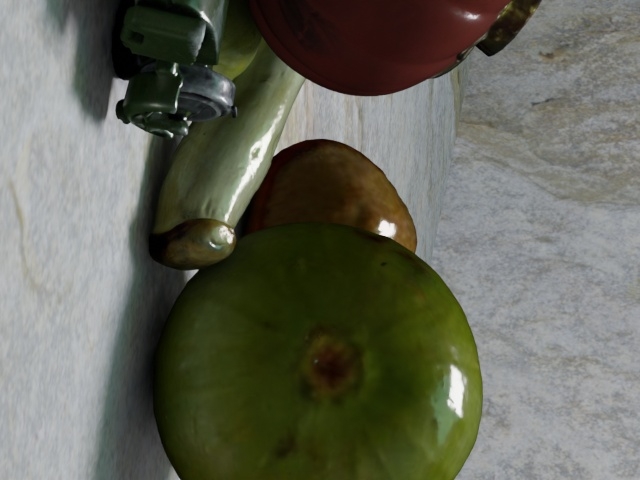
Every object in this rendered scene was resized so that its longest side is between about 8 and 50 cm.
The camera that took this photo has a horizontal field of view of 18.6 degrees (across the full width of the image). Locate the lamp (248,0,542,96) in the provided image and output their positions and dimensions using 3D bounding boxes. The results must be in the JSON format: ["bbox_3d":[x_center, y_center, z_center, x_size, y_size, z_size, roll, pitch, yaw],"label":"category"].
[{"bbox_3d":[0.065,-0.262,1.596,0.303,0.257,0.303,-57,-170,16],"label":"lamp"}]

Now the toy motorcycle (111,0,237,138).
[{"bbox_3d":[-0.111,-0.198,1.430,0.275,0.127,0.205,87,13,-76],"label":"toy motorcycle"}]

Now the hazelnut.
[{"bbox_3d":[0.009,0.001,2.075,0.210,0.186,0.210,-10,90,-74],"label":"hazelnut"}]

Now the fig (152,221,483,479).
[{"bbox_3d":[-0.008,0.132,1.769,0.316,0.316,0.316,7,90,-81],"label":"fig"}]

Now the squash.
[{"bbox_3d":[-0.077,-0.216,1.711,0.250,0.083,0.083,-73,166,-53],"label":"squash"}]

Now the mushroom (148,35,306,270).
[{"bbox_3d":[-0.071,-0.105,1.724,0.100,0.081,0.312,-19,-139,51],"label":"mushroom"}]
